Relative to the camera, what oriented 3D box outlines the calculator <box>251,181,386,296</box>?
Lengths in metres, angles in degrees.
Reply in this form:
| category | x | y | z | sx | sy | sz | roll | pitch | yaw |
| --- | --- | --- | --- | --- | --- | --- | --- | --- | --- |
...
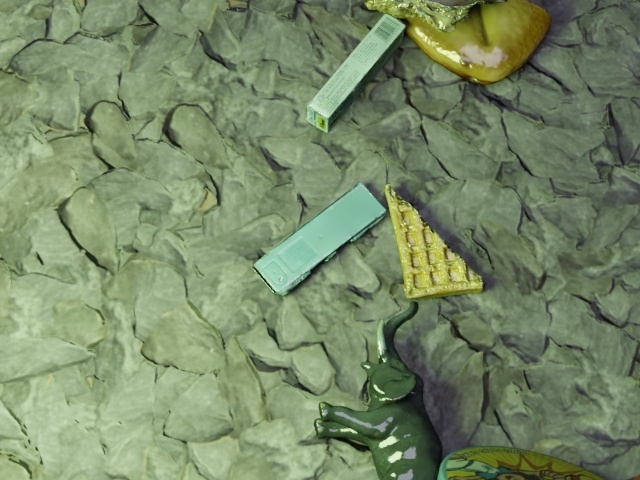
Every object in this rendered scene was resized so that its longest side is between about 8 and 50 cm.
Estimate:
| category | x | y | z | sx | sy | sz | roll | pitch | yaw |
| --- | --- | --- | --- | --- | --- | --- | --- | --- | --- |
| calculator | 0.000 | 0.000 | 1.994 | 0.172 | 0.018 | 0.057 | -39 | 75 | -14 |

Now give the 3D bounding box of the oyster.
| category | x | y | z | sx | sy | sz | roll | pitch | yaw |
| --- | --- | --- | --- | --- | --- | --- | --- | --- | --- |
| oyster | 0.142 | -0.302 | 2.045 | 0.177 | 0.056 | 0.105 | -13 | 57 | -4 |

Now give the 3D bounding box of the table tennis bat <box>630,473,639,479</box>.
| category | x | y | z | sx | sy | sz | roll | pitch | yaw |
| --- | --- | --- | --- | --- | --- | --- | --- | --- | --- |
| table tennis bat | 0.400 | 0.434 | 1.811 | 0.268 | 0.051 | 0.414 | 13 | 68 | 6 |

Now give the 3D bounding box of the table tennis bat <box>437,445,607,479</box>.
| category | x | y | z | sx | sy | sz | roll | pitch | yaw |
| --- | --- | --- | --- | --- | --- | --- | --- | --- | --- |
| table tennis bat | 0.272 | 0.300 | 1.774 | 0.329 | 0.215 | 0.044 | 26 | 112 | 33 |

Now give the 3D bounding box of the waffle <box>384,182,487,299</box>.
| category | x | y | z | sx | sy | sz | roll | pitch | yaw |
| --- | --- | --- | --- | --- | --- | --- | --- | --- | --- |
| waffle | 0.134 | -0.003 | 1.993 | 0.098 | 0.023 | 0.152 | -10 | 69 | -5 |

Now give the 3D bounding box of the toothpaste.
| category | x | y | z | sx | sy | sz | roll | pitch | yaw |
| --- | --- | --- | --- | --- | --- | --- | --- | --- | --- |
| toothpaste | 0.045 | -0.207 | 2.059 | 0.034 | 0.046 | 0.164 | 35 | 73 | 12 |

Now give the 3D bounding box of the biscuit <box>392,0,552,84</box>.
| category | x | y | z | sx | sy | sz | roll | pitch | yaw |
| --- | --- | --- | --- | --- | --- | --- | --- | --- | --- |
| biscuit | 0.154 | -0.322 | 2.105 | 0.154 | 0.045 | 0.299 | -36 | 73 | -11 |

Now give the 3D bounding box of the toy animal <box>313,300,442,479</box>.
| category | x | y | z | sx | sy | sz | roll | pitch | yaw |
| --- | --- | --- | --- | --- | --- | --- | --- | --- | --- |
| toy animal | 0.063 | 0.199 | 1.887 | 0.137 | 0.082 | 0.269 | -5 | 65 | -5 |
